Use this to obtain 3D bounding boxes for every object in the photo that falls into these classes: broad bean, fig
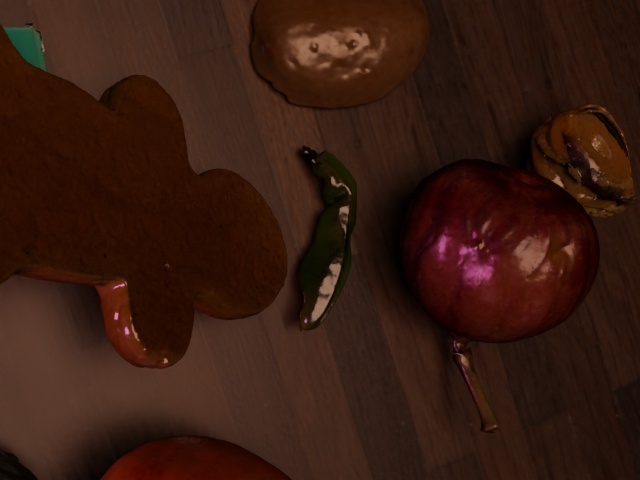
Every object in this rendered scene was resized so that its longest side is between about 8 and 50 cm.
[{"bbox_3d":[0.008,-0.002,1.159,0.061,0.046,0.195,1,82,-8],"label":"broad bean"},{"bbox_3d":[0.170,0.041,1.167,0.204,0.186,0.249,22,123,2],"label":"fig"}]

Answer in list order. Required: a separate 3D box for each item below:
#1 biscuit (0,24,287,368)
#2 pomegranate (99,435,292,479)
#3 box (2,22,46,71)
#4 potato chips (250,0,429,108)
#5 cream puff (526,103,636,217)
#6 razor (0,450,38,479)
[{"bbox_3d":[-0.185,-0.023,0.991,0.432,0.064,0.283,20,58,-51],"label":"biscuit"},{"bbox_3d":[-0.101,0.304,1.013,0.252,0.270,0.229,37,102,17],"label":"pomegranate"},{"bbox_3d":[-0.380,-0.070,0.934,0.311,0.118,0.205,-12,93,-44],"label":"box"},{"bbox_3d":[0.025,-0.219,1.178,0.202,0.049,0.150,-6,84,-14],"label":"potato chips"},{"bbox_3d":[0.289,-0.082,1.233,0.133,0.104,0.119,40,43,-20],"label":"cream puff"},{"bbox_3d":[-0.408,0.311,0.957,0.204,0.113,0.349,37,77,-13],"label":"razor"}]
